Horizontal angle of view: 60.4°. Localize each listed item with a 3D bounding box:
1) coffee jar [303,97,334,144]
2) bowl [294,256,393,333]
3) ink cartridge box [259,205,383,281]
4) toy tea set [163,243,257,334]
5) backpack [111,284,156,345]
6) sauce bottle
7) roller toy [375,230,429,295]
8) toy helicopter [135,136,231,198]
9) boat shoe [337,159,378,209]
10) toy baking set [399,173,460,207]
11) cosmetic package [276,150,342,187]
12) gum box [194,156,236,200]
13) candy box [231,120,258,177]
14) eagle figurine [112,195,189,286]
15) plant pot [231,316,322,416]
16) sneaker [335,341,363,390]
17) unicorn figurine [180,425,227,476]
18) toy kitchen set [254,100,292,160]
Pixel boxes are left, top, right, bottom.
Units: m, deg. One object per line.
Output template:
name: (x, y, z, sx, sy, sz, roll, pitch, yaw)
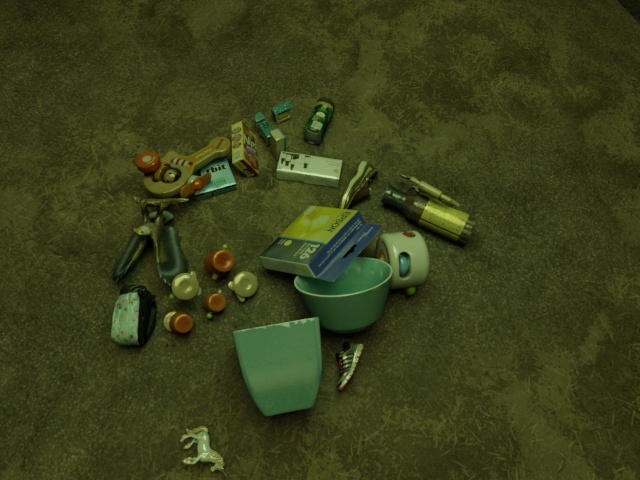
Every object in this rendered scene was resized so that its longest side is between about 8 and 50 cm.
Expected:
coffee jar: (-0.004, -0.480, 2.196, 0.079, 0.096, 0.184, 19, 60, 5)
bowl: (0.080, 0.181, 1.734, 0.312, 0.163, 0.311, -7, 17, 2)
ink cartridge box: (0.000, 0.000, 1.826, 0.307, 0.072, 0.303, 6, 40, 41)
toy tea set: (-0.383, 0.166, 1.815, 0.336, 0.124, 0.200, -34, 96, -24)
backpack: (-0.591, 0.241, 1.732, 0.115, 0.152, 0.181, 0, 72, 3)
sauce bottle: (0.389, -0.102, 1.988, 0.344, 0.111, 0.111, 27, 62, 11)
roller toy: (0.263, 0.063, 1.834, 0.146, 0.191, 0.209, -5, 55, -11)
toy helicopter: (-0.463, -0.264, 1.980, 0.355, 0.140, 0.235, -36, 57, -22)
boat shoe: (0.146, -0.191, 2.040, 0.095, 0.095, 0.257, 25, 61, 5)
toy baking set: (0.387, -0.177, 1.998, 0.256, 0.197, 0.030, 31, 93, 12)
cosmetic package: (-0.041, -0.271, 2.093, 0.239, 0.060, 0.098, 8, 61, 2)
gum box: (-0.417, -0.252, 2.073, 0.157, 0.041, 0.184, -18, 63, -12)
candy box: (-0.288, -0.347, 2.092, 0.053, 0.109, 0.186, -19, 59, 19)
eagle figurine: (-0.576, 0.001, 1.862, 0.226, 0.225, 0.298, 0, 88, 43)
plant pot: (-0.116, 0.375, 1.617, 0.247, 0.248, 0.252, -8, 79, -8)
sneaker: (0.074, 0.386, 1.717, 0.075, 0.063, 0.170, 21, 56, 9)
unicorn figurine: (-0.337, 0.604, 1.569, 0.111, 0.060, 0.161, -12, 61, -9)
toy kitchen set: (-0.150, -0.451, 2.156, 0.166, 0.122, 0.207, -26, 65, -17)
